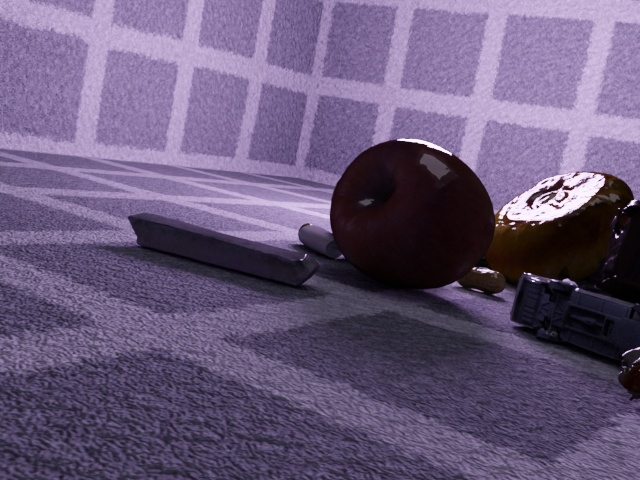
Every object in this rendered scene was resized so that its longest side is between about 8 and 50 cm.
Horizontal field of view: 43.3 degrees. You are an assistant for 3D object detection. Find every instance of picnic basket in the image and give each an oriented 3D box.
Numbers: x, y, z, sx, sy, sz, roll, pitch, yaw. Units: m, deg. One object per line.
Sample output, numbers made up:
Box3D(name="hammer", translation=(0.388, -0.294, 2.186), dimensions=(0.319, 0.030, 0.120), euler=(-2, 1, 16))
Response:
Box3D(name="picnic basket", translation=(0.577, 0.066, 1.242), dimensions=(0.297, 0.129, 0.222), euler=(26, -7, 14))

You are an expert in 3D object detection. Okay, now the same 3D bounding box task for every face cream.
Box3D(name="face cream", translation=(0.000, 0.000, 1.777), dimensions=(0.072, 0.051, 0.182), euler=(6, 9, -22))

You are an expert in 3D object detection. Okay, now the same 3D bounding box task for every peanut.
Box3D(name="peanut", translation=(0.322, 0.079, 1.635), dimensions=(0.113, 0.053, 0.054), euler=(14, 8, 32))

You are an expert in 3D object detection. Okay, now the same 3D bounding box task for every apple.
Box3D(name="apple", translation=(0.172, -0.045, 1.508), dimensions=(0.306, 0.305, 0.235), euler=(19, -13, 48))

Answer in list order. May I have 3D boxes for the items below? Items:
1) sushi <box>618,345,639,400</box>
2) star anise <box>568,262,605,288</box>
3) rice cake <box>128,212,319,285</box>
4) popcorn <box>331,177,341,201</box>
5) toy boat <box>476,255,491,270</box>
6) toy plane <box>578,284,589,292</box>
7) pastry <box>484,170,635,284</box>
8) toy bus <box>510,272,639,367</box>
Box3D(name="sushi", translation=(0.450, 0.161, 0.990), dimensions=(0.226, 0.097, 0.103), euler=(9, 4, -29))
Box3D(name="star anise", translation=(0.674, 0.068, 1.992), dimensions=(0.316, 0.139, 0.359), euler=(20, -6, 11))
Box3D(name="rice cake", translation=(-0.174, 0.015, 1.397), dimensions=(0.365, 0.056, 0.073), euler=(13, 13, 21))
Box3D(name="popcorn", translation=(0.165, -0.064, 1.756), dimensions=(0.252, 0.215, 0.286), euler=(-25, -31, 35))
Box3D(name="toy boat", translation=(0.360, 0.045, 1.941), dimensions=(0.210, 0.052, 0.104), euler=(3, 13, -37))
Box3D(name="toy plane", translation=(0.525, 0.120, 1.627), dimensions=(0.062, 0.054, 0.167), euler=(-16, -11, 38))
Box3D(name="pastry", translation=(0.543, -0.029, 1.840), dimensions=(0.356, 0.163, 0.356), euler=(-27, 18, 9))
Box3D(name="toy bus", translation=(0.448, 0.133, 1.232), dimensions=(0.138, 0.097, 0.343), euler=(13, 3, -37))
